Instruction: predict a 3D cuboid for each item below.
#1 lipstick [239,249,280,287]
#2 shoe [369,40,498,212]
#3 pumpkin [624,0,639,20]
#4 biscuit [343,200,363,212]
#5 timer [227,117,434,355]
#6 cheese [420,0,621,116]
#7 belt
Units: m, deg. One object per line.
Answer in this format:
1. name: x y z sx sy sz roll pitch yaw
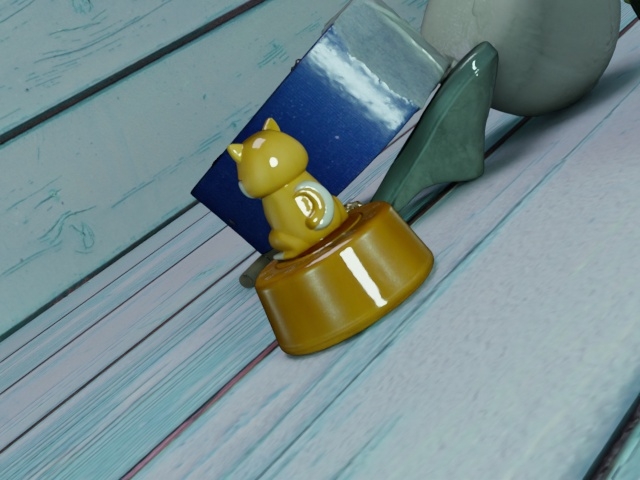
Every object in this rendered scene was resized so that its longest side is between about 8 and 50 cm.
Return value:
1. lipstick: -0.062 0.025 1.037 0.019 0.019 0.094 -26 11 32
2. shoe: 0.120 -0.088 0.863 0.195 0.078 0.079 -55 1 25
3. pumpkin: 0.309 -0.219 0.525 0.300 0.207 0.300 -24 17 8
4. biscuit: 0.000 0.000 0.844 0.064 0.034 0.199 -32 1 -10
5. timer: -0.011 -0.015 0.673 0.132 0.152 0.132 -31 10 6
6. cheese: 0.199 -0.212 0.908 0.154 0.198 0.189 -1 35 -26
7. belt: -0.011 -0.109 0.953 0.212 0.117 0.347 -52 7 -30
